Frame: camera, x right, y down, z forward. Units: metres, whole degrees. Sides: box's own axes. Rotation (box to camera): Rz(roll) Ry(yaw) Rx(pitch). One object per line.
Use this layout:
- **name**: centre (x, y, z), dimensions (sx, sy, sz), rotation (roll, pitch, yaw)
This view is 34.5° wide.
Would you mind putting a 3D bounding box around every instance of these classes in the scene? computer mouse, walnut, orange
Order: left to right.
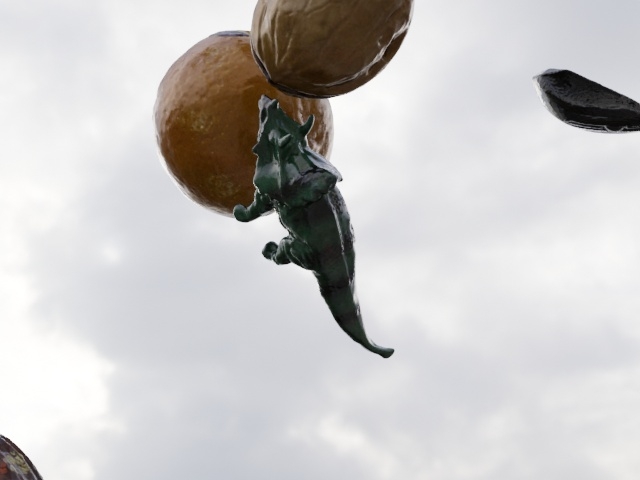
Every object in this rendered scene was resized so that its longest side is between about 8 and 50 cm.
- **orange**: centre (-0.085, -0.133, 1.186), dimensions (0.193, 0.219, 0.219), rotation (13, -22, 23)
- **walnut**: centre (0.011, -0.209, 0.969), dimensions (0.144, 0.180, 0.144), rotation (35, -10, 7)
- **computer mouse**: centre (0.350, -0.171, 1.346), dimensions (0.172, 0.057, 0.099), rotation (26, -6, 20)

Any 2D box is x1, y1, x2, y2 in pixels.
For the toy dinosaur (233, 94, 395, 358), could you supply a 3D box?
- **toy dinosaur**: centre (-0.013, -0.004, 0.998), dimensions (0.120, 0.079, 0.292), rotation (19, -46, 42)

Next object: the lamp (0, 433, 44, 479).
- **lamp**: centre (-0.346, 0.276, 0.915), dimensions (0.247, 0.246, 0.247), rotation (5, -26, 3)
